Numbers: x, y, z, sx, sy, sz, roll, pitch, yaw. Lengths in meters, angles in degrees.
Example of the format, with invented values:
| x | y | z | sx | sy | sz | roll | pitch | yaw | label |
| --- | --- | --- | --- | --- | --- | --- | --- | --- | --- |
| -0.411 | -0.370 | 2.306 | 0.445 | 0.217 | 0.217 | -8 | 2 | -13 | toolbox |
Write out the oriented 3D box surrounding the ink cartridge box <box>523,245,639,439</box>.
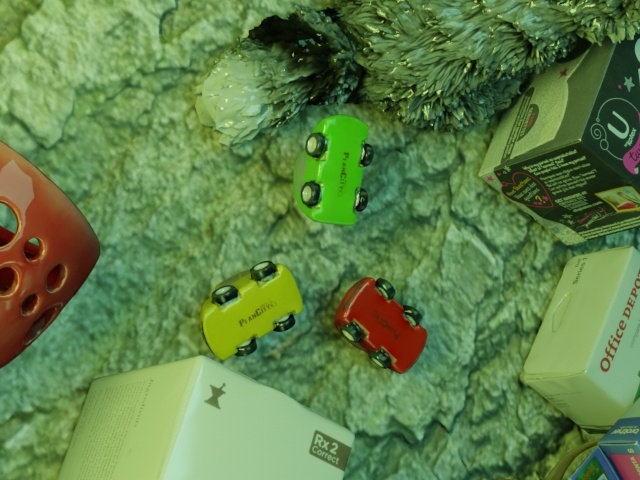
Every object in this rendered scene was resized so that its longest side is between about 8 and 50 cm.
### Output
| x | y | z | sx | sy | sz | roll | pitch | yaw | label |
| --- | --- | --- | --- | --- | --- | --- | --- | --- | --- |
| 0.333 | 0.132 | 1.485 | 0.219 | 0.092 | 0.160 | 38 | 62 | -24 | ink cartridge box |

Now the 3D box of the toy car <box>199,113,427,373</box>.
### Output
| x | y | z | sx | sy | sz | roll | pitch | yaw | label |
| --- | --- | --- | --- | --- | --- | --- | --- | --- | --- |
| 0.000 | 0.000 | 1.284 | 0.239 | 0.053 | 0.225 | 7 | 92 | -34 | toy car |

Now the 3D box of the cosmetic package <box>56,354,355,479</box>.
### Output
| x | y | z | sx | sy | sz | roll | pitch | yaw | label |
| --- | --- | --- | --- | --- | --- | --- | --- | --- | --- |
| -0.099 | 0.194 | 1.117 | 0.151 | 0.183 | 0.151 | 29 | 65 | -26 | cosmetic package |

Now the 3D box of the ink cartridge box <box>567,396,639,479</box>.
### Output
| x | y | z | sx | sy | sz | roll | pitch | yaw | label |
| --- | --- | --- | --- | --- | --- | --- | --- | --- | --- |
| 0.387 | 0.210 | 1.416 | 0.311 | 0.065 | 0.186 | -38 | 104 | -31 | ink cartridge box |

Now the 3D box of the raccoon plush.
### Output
| x | y | z | sx | sy | sz | roll | pitch | yaw | label |
| --- | --- | --- | --- | --- | --- | --- | --- | --- | --- |
| 0.143 | -0.193 | 1.295 | 0.446 | 0.299 | 0.216 | -42 | 105 | -33 | raccoon plush |

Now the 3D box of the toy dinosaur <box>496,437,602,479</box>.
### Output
| x | y | z | sx | sy | sz | roll | pitch | yaw | label |
| --- | --- | --- | --- | --- | --- | --- | --- | --- | --- |
| 0.210 | 0.263 | 1.403 | 0.112 | 0.064 | 0.212 | 32 | 75 | -39 | toy dinosaur |

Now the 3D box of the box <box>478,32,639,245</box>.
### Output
| x | y | z | sx | sy | sz | roll | pitch | yaw | label |
| --- | --- | --- | --- | --- | --- | --- | --- | --- | --- |
| 0.291 | -0.144 | 1.471 | 0.142 | 0.163 | 0.247 | 36 | 62 | -22 | box |

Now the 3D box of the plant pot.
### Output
| x | y | z | sx | sy | sz | roll | pitch | yaw | label |
| --- | --- | --- | --- | --- | --- | --- | --- | --- | --- |
| -0.282 | 0.021 | 1.028 | 0.191 | 0.191 | 0.174 | 44 | 66 | -19 | plant pot |
